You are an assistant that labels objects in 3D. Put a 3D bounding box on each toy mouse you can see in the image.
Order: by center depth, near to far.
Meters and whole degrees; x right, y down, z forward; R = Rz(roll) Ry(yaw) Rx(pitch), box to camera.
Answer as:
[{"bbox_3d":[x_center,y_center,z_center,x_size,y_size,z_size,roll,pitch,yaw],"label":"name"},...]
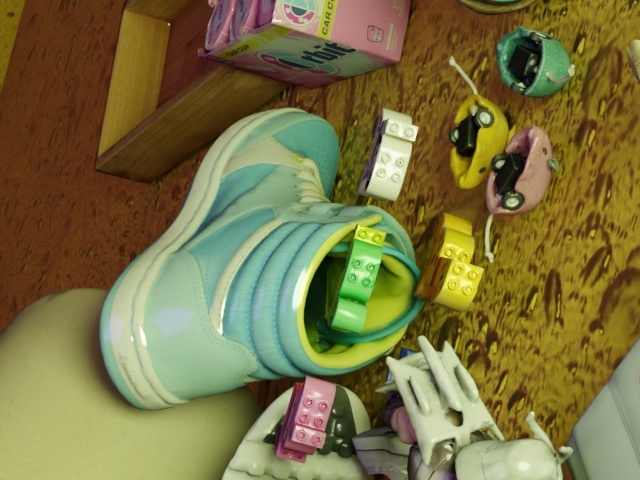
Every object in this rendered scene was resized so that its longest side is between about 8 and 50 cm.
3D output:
[{"bbox_3d":[0.124,-0.071,0.930,0.143,0.031,0.161,139,139,-56],"label":"toy mouse"}]

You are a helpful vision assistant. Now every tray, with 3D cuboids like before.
[{"bbox_3d":[-0.122,-0.202,1.558,0.411,0.076,0.202,-23,56,63],"label":"tray"}]

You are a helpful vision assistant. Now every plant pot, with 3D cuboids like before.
[{"bbox_3d":[-0.206,0.211,1.116,0.256,0.256,0.274,-59,-7,37],"label":"plant pot"}]

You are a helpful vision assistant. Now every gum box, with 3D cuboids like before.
[{"bbox_3d":[-0.018,-0.172,1.236,0.188,0.107,0.062,174,108,-67],"label":"gum box"}]

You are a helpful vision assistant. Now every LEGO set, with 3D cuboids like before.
[{"bbox_3d":[0.049,0.038,0.929,0.093,0.087,0.227,-168,95,-84],"label":"LEGO set"}]

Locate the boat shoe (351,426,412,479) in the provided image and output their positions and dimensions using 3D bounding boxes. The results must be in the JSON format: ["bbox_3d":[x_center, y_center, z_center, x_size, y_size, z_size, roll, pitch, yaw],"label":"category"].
[{"bbox_3d":[0.054,0.138,0.983,0.100,0.035,0.035,-14,93,59],"label":"boat shoe"}]

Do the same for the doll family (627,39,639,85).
[{"bbox_3d":[0.217,-0.121,0.655,0.193,0.111,0.076,-8,96,65],"label":"doll family"}]

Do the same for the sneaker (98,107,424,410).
[{"bbox_3d":[0.000,0.000,1.105,0.208,0.127,0.319,-8,34,30],"label":"sneaker"}]

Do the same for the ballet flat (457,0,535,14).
[{"bbox_3d":[0.148,-0.306,0.945,0.124,0.116,0.342,-83,8,-75],"label":"ballet flat"}]

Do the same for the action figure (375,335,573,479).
[{"bbox_3d":[0.064,0.159,0.823,0.285,0.099,0.185,123,140,-55],"label":"action figure"}]

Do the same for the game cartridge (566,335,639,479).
[{"bbox_3d":[0.206,0.069,0.622,0.294,0.060,0.196,-61,30,33],"label":"game cartridge"}]

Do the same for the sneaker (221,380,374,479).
[{"bbox_3d":[-0.044,0.227,1.080,0.118,0.110,0.292,-126,53,-74],"label":"sneaker"}]
